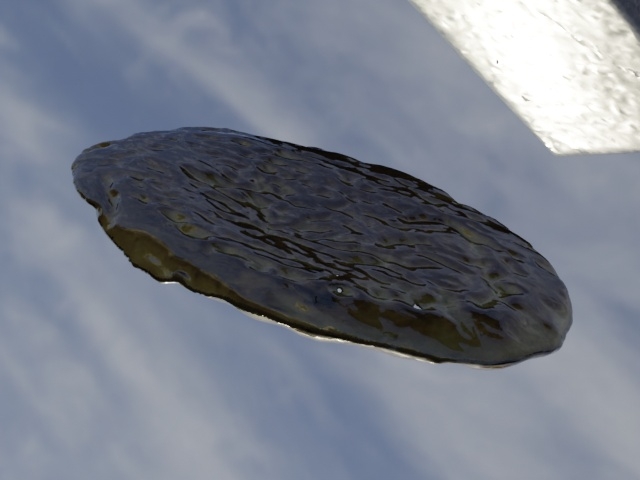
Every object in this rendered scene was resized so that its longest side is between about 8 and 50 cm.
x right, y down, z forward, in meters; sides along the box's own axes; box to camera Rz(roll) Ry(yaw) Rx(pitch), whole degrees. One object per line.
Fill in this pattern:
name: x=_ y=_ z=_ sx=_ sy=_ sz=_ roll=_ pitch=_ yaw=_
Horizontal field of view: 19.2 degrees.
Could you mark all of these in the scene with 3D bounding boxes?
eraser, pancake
eraser: x=0.087 y=-0.103 z=0.748 sx=0.092 sy=0.212 sz=0.046 roll=-3 pitch=-118 yaw=37
pancake: x=0.000 y=-0.001 z=0.394 sx=0.115 sy=0.115 sz=0.011 roll=28 pitch=-69 yaw=35
